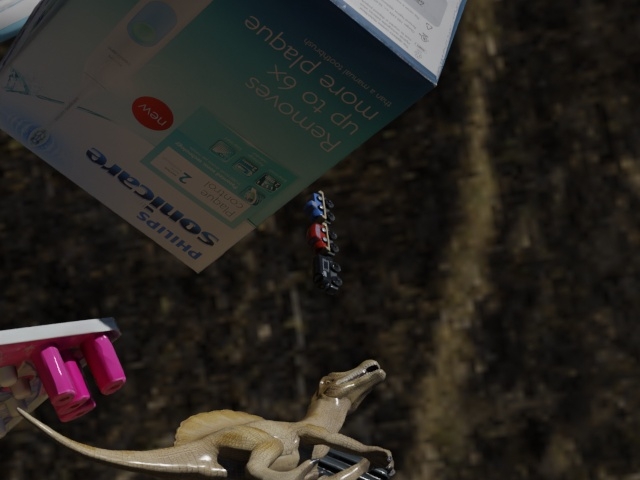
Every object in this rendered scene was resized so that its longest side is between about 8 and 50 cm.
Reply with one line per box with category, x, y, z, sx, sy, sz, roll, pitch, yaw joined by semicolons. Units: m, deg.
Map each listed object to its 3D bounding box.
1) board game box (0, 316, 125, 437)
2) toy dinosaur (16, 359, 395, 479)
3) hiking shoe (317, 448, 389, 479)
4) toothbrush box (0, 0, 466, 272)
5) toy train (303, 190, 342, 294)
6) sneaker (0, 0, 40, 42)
board game box;-0.378;0.180;1.200;0.390;0.390;0.050;-6;65;-46
toy dinosaur;-0.033;0.094;0.734;0.183;0.092;0.053;-7;117;-41
hiking shoe;0.018;0.310;1.328;0.132;0.113;0.304;125;-33;-62
toothbrush box;-0.074;-0.139;1.238;0.216;0.295;0.126;38;46;-17
toy train;0.000;0.000;2.057;0.036;0.027;0.158;23;39;-26
sneaker;-0.420;-0.259;1.685;0.208;0.319;0.127;68;-10;-16
